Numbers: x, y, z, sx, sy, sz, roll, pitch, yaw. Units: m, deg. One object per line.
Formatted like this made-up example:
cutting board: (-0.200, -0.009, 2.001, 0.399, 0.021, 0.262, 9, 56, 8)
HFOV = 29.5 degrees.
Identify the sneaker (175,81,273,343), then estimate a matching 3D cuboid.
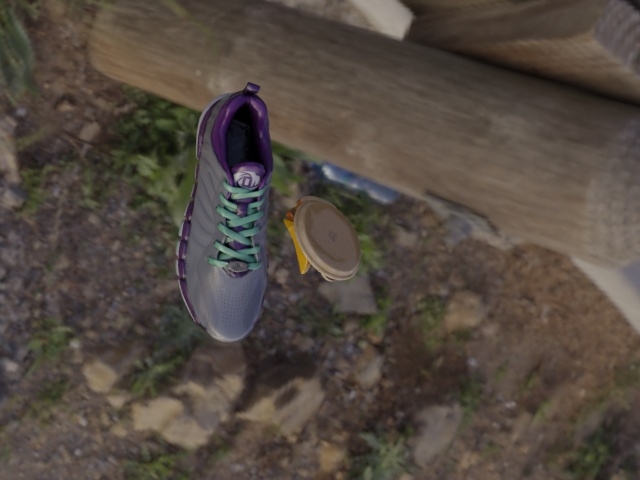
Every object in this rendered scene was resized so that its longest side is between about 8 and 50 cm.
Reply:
sneaker: (-0.079, -0.023, 1.048, 0.083, 0.098, 0.224, 1, 85, -13)

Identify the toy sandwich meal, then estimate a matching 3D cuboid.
toy sandwich meal: (0.000, 0.000, 1.056, 0.085, 0.029, 0.086, 27, 46, -32)
